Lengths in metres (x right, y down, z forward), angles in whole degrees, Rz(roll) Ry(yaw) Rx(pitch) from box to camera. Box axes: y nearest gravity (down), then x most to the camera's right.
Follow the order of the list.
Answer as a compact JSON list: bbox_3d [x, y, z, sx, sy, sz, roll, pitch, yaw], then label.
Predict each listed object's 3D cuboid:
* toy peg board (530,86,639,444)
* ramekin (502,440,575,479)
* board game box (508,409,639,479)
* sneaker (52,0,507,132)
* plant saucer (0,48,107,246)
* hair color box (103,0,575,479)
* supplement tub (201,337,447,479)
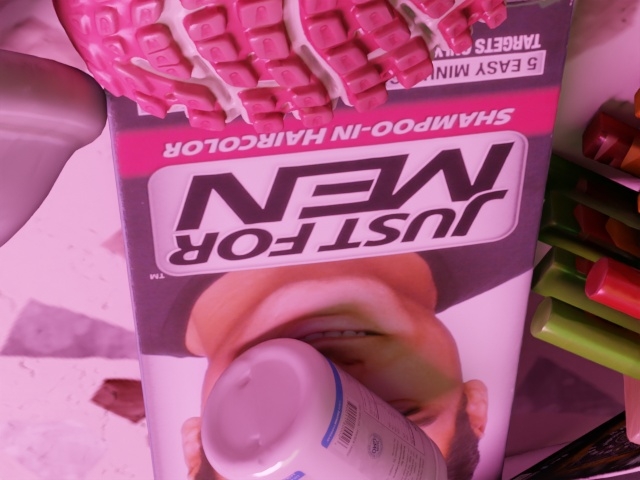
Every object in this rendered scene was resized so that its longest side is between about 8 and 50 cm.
[{"bbox_3d":[0.164,-0.018,0.789,0.079,0.161,0.161,22,131,-13],"label":"toy peg board"},{"bbox_3d":[0.127,0.211,0.933,0.277,0.135,0.277,-17,-177,1],"label":"ramekin"},{"bbox_3d":[0.192,0.100,0.879,0.186,0.026,0.126,-23,180,-36],"label":"board game box"},{"bbox_3d":[0.041,-0.138,0.588,0.299,0.112,0.121,-28,154,-15],"label":"sneaker"},{"bbox_3d":[-0.271,0.007,0.585,0.400,0.101,0.400,-6,179,0],"label":"plant saucer"},{"bbox_3d":[0.000,0.000,0.797,0.185,0.114,0.374,-6,140,-6],"label":"hair color box"},{"bbox_3d":[0.002,0.097,0.768,0.071,0.071,0.107,-30,136,20],"label":"supplement tub"}]
